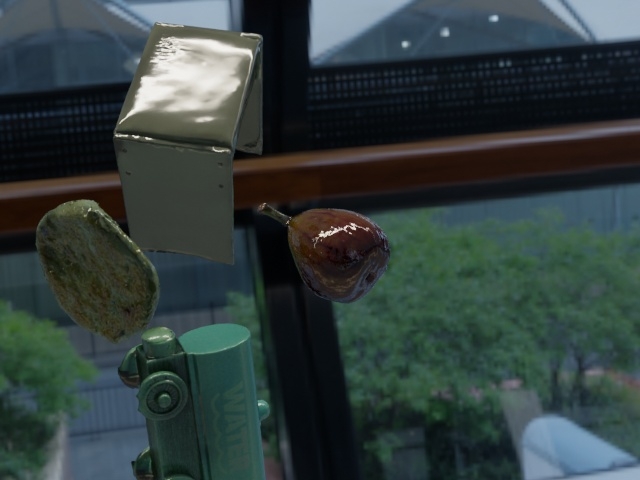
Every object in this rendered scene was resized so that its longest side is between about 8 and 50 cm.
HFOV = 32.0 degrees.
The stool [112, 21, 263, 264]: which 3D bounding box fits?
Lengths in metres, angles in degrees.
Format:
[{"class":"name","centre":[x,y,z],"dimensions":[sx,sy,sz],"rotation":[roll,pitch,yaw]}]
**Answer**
[{"class":"stool","centre":[-0.188,-0.147,1.682],"dimensions":[0.170,0.243,0.269],"rotation":[9,-38,4]}]

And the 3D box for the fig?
[{"class":"fig","centre":[0.000,0.000,1.025],"dimensions":[0.125,0.089,0.089],"rotation":[37,26,23]}]

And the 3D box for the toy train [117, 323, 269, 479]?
[{"class":"toy train","centre":[-0.133,0.204,1.247],"dimensions":[0.159,0.248,0.101],"rotation":[-10,24,-17]}]

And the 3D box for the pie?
[{"class":"pie","centre":[-0.261,0.036,1.316],"dimensions":[0.187,0.186,0.041],"rotation":[0,24,39]}]
